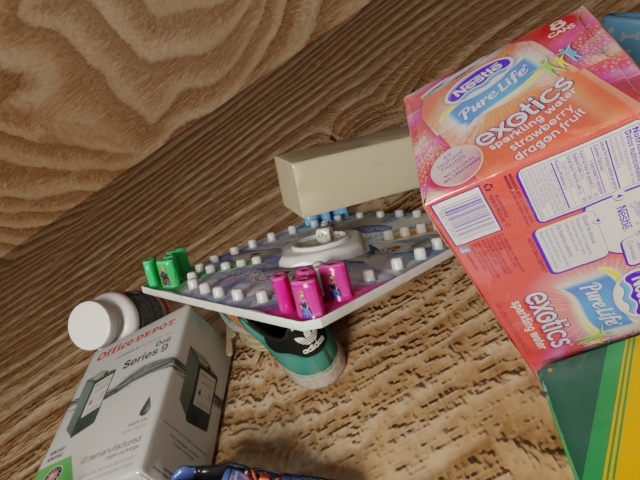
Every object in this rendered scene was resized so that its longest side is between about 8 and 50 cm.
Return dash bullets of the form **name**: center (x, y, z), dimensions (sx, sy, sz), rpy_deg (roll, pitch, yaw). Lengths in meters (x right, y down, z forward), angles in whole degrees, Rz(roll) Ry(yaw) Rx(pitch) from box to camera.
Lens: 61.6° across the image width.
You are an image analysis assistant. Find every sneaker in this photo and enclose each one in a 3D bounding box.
- **sneaker**: center (-0.082, 0.085, 0.774), dimensions (0.108, 0.121, 0.302), rpy_deg (-38, 40, -21)
- **sneaker**: center (-0.069, 0.276, 0.561), dimensions (0.222, 0.087, 0.083), rpy_deg (-11, 40, 22)

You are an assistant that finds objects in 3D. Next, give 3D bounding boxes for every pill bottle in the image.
- **pill bottle**: center (-0.357, 0.144, 0.966), dimensions (0.108, 0.107, 0.180), rpy_deg (-31, -10, 10)

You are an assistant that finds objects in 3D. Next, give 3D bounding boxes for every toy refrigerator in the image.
- **toy refrigerator**: center (0.075, -0.114, 0.857), dimensions (0.270, 0.094, 0.102), rpy_deg (-16, 20, -17)

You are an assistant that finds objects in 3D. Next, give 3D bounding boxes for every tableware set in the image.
- **tableware set**: center (-0.088, 0.110, 0.881), dimensions (0.129, 0.039, 0.194), rpy_deg (-18, 37, 2)

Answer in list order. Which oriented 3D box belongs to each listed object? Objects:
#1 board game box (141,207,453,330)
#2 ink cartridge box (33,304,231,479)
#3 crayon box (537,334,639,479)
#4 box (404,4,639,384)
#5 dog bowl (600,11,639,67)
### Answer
- **board game box**: center (0.000, 0.000, 0.753), dimensions (0.390, 0.050, 0.390), rpy_deg (-23, 16, -39)
- **ink cartridge box**: center (-0.258, 0.258, 0.766), dimensions (0.211, 0.121, 0.289), rpy_deg (-27, 30, 16)
- **crayon box**: center (0.320, 0.131, 0.370), dimensions (0.279, 0.081, 0.165), rpy_deg (-25, 31, 20)
- **box**: center (0.207, -0.012, 0.457), dimensions (0.154, 0.300, 0.142), rpy_deg (-24, 41, 24)
- **dog bowl**: center (0.435, -0.212, 0.596), dimensions (0.298, 0.073, 0.166), rpy_deg (-8, 28, -15)
